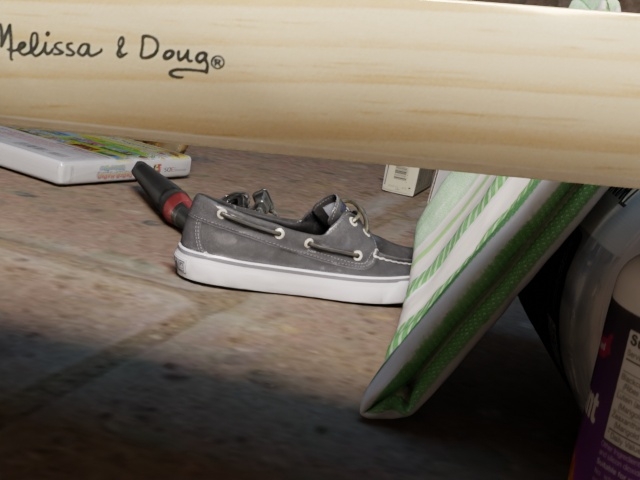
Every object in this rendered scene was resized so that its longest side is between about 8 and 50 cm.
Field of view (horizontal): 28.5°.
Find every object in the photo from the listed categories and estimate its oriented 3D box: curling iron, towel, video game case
[{"bbox_3d":[-0.113,-0.033,1.120,0.068,0.035,0.274,-34,26,-18],"label":"curling iron"},{"bbox_3d":[0.117,-0.037,0.813,0.038,0.248,0.325,33,23,-5],"label":"towel"},{"bbox_3d":[-0.285,-0.099,1.320,0.227,0.026,0.206,16,13,29],"label":"video game case"}]

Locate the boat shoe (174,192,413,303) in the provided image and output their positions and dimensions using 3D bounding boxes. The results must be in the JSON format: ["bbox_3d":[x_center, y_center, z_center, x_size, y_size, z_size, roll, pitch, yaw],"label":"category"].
[{"bbox_3d":[0.000,0.000,0.985,0.228,0.076,0.080,7,13,-19],"label":"boat shoe"}]

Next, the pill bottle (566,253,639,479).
[{"bbox_3d":[0.171,0.066,0.541,0.108,0.193,0.108,11,12,-2],"label":"pill bottle"}]

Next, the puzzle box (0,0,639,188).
[{"bbox_3d":[-0.026,-0.073,0.495,0.409,0.052,0.272,6,9,8],"label":"puzzle box"}]

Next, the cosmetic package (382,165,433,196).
[{"bbox_3d":[0.113,-0.093,1.565,0.041,0.060,0.115,14,11,13],"label":"cosmetic package"}]

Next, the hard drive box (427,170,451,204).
[{"bbox_3d":[0.238,-0.032,1.206,0.232,0.089,0.181,15,-5,18],"label":"hard drive box"}]

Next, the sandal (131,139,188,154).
[{"bbox_3d":[-0.210,-0.136,1.423,0.079,0.088,0.240,0,4,-20],"label":"sandal"}]

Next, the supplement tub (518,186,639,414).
[{"bbox_3d":[0.231,0.019,0.788,0.207,0.207,0.338,10,12,-2],"label":"supplement tub"}]
